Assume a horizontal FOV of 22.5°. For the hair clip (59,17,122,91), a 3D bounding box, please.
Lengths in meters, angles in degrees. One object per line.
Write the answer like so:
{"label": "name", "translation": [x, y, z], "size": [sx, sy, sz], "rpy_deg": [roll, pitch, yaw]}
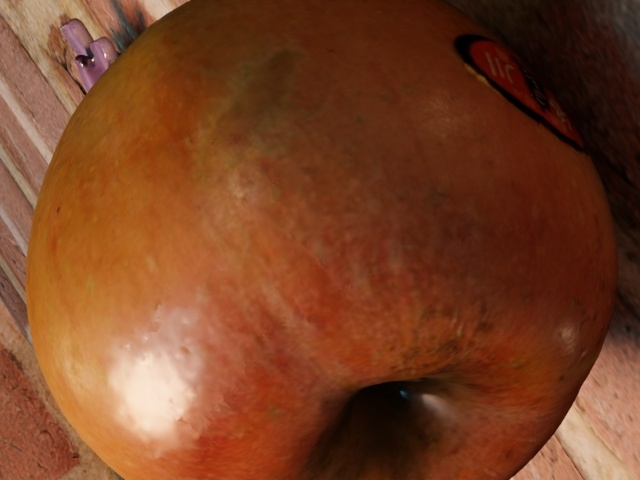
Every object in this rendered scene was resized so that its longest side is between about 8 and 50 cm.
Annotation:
{"label": "hair clip", "translation": [-0.171, -0.091, 1.494], "size": [0.137, 0.090, 0.278], "rpy_deg": [38, 146, 43]}

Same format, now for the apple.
{"label": "apple", "translation": [0.000, 0.000, 0.931], "size": [0.338, 0.338, 0.305], "rpy_deg": [86, 165, -50]}
